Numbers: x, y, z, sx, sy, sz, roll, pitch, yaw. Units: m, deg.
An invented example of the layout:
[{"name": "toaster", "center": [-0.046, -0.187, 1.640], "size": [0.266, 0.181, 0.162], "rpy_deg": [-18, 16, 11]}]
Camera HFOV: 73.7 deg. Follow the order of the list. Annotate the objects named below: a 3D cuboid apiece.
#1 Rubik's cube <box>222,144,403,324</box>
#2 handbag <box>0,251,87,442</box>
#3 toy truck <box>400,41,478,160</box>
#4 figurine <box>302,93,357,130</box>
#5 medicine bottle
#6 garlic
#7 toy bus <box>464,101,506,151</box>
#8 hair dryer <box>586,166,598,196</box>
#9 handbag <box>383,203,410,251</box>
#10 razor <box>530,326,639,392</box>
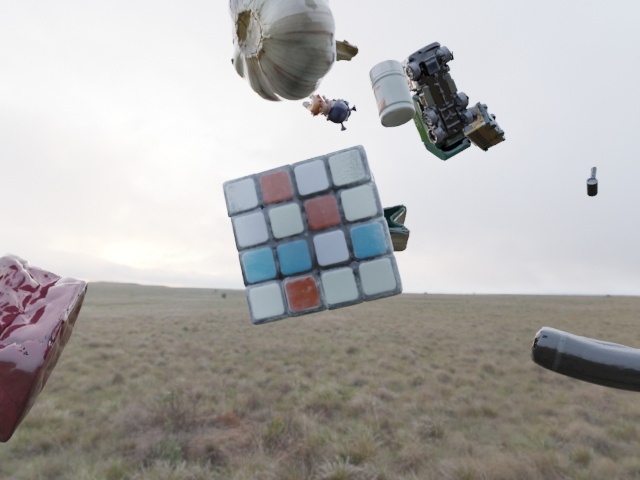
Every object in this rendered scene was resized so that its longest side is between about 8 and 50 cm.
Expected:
[{"name": "Rubik's cube", "center": [-0.001, 0.001, 0.800], "size": [0.257, 0.253, 0.259], "rpy_deg": [-13, -5, 8]}, {"name": "handbag", "center": [-0.389, 0.118, 0.523], "size": [0.136, 0.146, 0.225], "rpy_deg": [27, 17, -21]}, {"name": "toy truck", "center": [0.267, -0.314, 0.990], "size": [0.114, 0.253, 0.124], "rpy_deg": [-30, 15, -9]}, {"name": "figurine", "center": [0.035, -0.495, 1.631], "size": [0.195, 0.102, 0.111], "rpy_deg": [0, -45, -33]}, {"name": "medicine bottle", "center": [0.111, -0.228, 0.668], "size": [0.057, 0.089, 0.057], "rpy_deg": [-11, -15, -3]}, {"name": "garlic", "center": [-0.032, -0.386, 0.822], "size": [0.253, 0.244, 0.245], "rpy_deg": [-11, 2, -36]}, {"name": "toy bus", "center": [0.526, -0.364, 1.393], "size": [0.103, 0.091, 0.182], "rpy_deg": [-31, -26, 31]}, {"name": "hair dryer", "center": [0.686, -0.155, 1.077], "size": [0.026, 0.083, 0.047], "rpy_deg": [2, -38, 33]}, {"name": "handbag", "center": [0.154, -0.023, 1.340], "size": [0.239, 0.089, 0.326], "rpy_deg": [-5, -12, 6]}, {"name": "razor", "center": [0.343, 0.147, 0.523], "size": [0.148, 0.054, 0.090], "rpy_deg": [9, 2, 32]}]
